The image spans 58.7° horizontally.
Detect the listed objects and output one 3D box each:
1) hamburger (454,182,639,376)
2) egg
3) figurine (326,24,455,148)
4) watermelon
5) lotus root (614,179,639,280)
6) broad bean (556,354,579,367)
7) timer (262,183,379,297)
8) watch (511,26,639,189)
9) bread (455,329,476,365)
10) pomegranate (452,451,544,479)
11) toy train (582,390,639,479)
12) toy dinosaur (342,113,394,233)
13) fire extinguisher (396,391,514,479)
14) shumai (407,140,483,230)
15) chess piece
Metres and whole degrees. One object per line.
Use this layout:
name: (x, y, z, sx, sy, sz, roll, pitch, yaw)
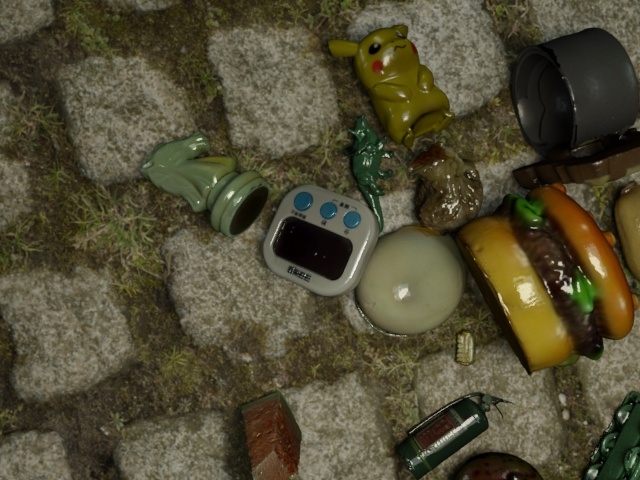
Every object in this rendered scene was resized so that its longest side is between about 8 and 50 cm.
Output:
hamburger: (0.500, 0.083, 1.247, 0.278, 0.396, 0.395, -27, 89, 10)
egg: (0.225, 0.103, 1.347, 0.286, 0.174, 0.264, -23, 93, -5)
figurine: (0.185, -0.388, 1.365, 0.218, 0.169, 0.326, -26, 91, -17)
watermelon: (-0.114, 0.489, 1.291, 0.140, 0.256, 0.192, -20, 96, -1)
lotus root: (0.805, -0.002, 1.378, 0.146, 0.131, 0.303, -17, 89, 0)
broad bean: (0.609, 0.282, 1.413, 0.083, 0.045, 0.063, -42, 78, -9)
timer: (0.000, 0.000, 1.355, 0.262, 0.087, 0.237, 23, 89, 26)
watch: (0.587, -0.305, 1.284, 0.314, 0.335, 0.326, -19, 98, -1)
bread: (0.361, 0.267, 1.413, 0.049, 0.034, 0.087, -2, 84, 13)
pomegranate: (0.416, 0.649, 1.323, 0.243, 0.242, 0.305, 1, 109, -1)
toy train: (0.770, 0.538, 1.370, 0.178, 0.138, 0.330, 32, 86, -9)
toy dinosaur: (0.137, -0.165, 1.398, 0.120, 0.079, 0.291, -21, 93, 15)
fire extinguisher: (0.325, 0.454, 1.379, 0.294, 0.118, 0.093, -36, 124, -2)
shumai: (0.288, -0.137, 1.328, 0.167, 0.175, 0.205, -4, 54, 21)
chess piece: (-0.281, -0.151, 1.372, 0.298, 0.176, 0.175, 34, 88, 13)
